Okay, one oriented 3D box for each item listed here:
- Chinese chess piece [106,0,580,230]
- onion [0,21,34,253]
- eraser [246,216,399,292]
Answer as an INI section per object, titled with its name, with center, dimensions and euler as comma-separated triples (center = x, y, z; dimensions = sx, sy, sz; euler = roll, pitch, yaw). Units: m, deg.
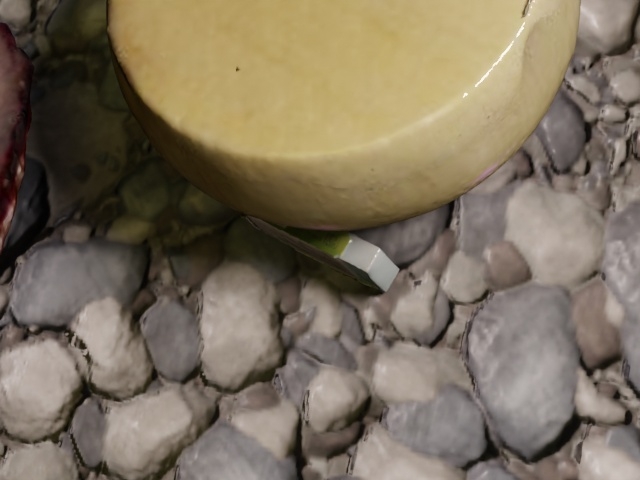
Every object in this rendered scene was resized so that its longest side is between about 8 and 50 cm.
[Chinese chess piece]
center = 0.012, -0.124, 0.902
dimensions = 0.251, 0.097, 0.250
euler = -7, 63, 14
[onion]
center = -0.285, -0.029, 1.002
dimensions = 0.314, 0.146, 0.280
euler = 19, 57, 26
[eraser]
center = 0.000, 0.000, 0.920
dimensions = 0.083, 0.038, 0.019
euler = 26, 79, 26
